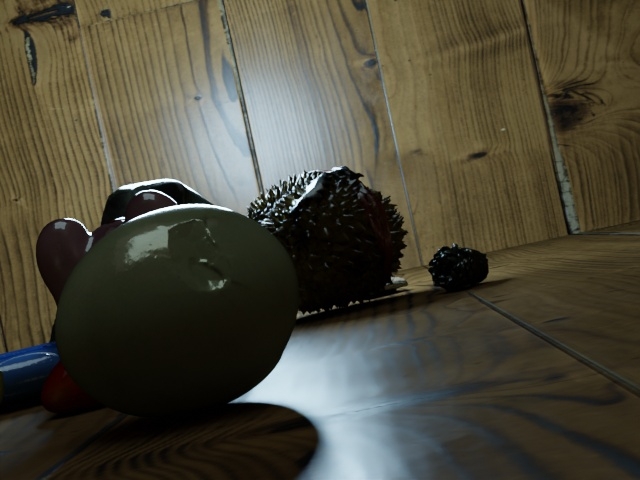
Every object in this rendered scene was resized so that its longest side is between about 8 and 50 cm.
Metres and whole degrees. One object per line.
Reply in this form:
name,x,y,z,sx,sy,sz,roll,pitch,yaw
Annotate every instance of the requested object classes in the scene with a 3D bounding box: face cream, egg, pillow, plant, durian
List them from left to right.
face cream,-0.476,0.211,1.559,0.264,0.083,0.149,-12,-6,-27
egg,-0.145,0.073,1.089,0.269,0.219,0.219,-29,8,-27
durian,0.003,0.000,2.173,0.384,0.348,0.347,3,-8,-33
pillow,0.107,0.113,2.440,0.126,0.043,0.232,-7,-5,-22
plant,0.273,0.052,2.055,0.092,0.095,0.143,1,3,37

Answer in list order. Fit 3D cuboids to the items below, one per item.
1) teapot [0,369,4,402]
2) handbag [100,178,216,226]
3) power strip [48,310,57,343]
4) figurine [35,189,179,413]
teapot,-0.453,0.189,1.208,0.165,0.119,0.130,-3,4,-22
handbag,-0.288,0.065,2.005,0.247,0.341,0.240,-10,-16,28
power strip,-0.287,0.107,1.643,0.251,0.092,0.257,11,-33,-15
figurine,-0.243,0.091,1.410,0.269,0.261,0.211,-19,-17,6
